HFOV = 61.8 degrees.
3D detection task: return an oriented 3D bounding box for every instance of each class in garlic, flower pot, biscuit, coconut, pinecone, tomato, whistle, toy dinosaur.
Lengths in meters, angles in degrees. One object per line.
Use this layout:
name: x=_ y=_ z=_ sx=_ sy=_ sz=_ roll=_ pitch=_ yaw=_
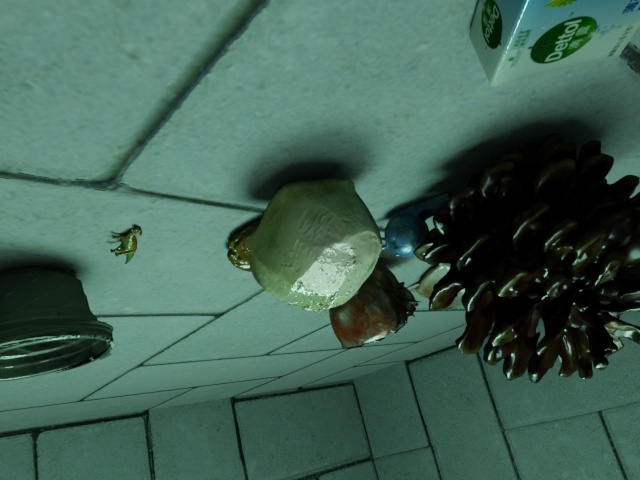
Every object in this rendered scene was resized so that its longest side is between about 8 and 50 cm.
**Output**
garlic: x=0.348 y=0.098 z=1.405 sx=0.148 sy=0.129 sz=0.267 roll=-22 pitch=151 yaw=-13
flower pot: x=-0.452 y=0.127 z=0.842 sx=0.235 sy=0.141 sz=0.235 roll=-13 pitch=162 yaw=-4
biscuit: x=-0.054 y=0.006 z=0.938 sx=0.225 sy=0.042 sz=0.226 roll=-14 pitch=159 yaw=-5
coconut: x=-0.003 y=-0.001 z=0.761 sx=0.194 sy=0.195 sz=0.194 roll=-13 pitch=160 yaw=-5
pinecone: x=0.355 y=0.049 z=0.874 sx=0.397 sy=0.398 sz=0.398 roll=-13 pitch=160 yaw=-5
tomato: x=0.105 y=0.126 z=1.188 sx=0.180 sy=0.155 sz=0.214 roll=-26 pitch=-175 yaw=24
whistle: x=0.174 y=-0.018 z=0.969 sx=0.157 sy=0.091 sz=0.090 roll=-20 pitch=159 yaw=16
toy dinosaur: x=-0.297 y=0.014 z=0.809 sx=0.041 sy=0.026 sz=0.113 roll=-19 pitch=158 yaw=-41

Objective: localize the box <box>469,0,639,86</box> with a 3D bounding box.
box: x=0.222 y=-0.231 z=0.455 sx=0.139 sy=0.073 sz=0.194 roll=-14 pitch=160 yaw=-3
